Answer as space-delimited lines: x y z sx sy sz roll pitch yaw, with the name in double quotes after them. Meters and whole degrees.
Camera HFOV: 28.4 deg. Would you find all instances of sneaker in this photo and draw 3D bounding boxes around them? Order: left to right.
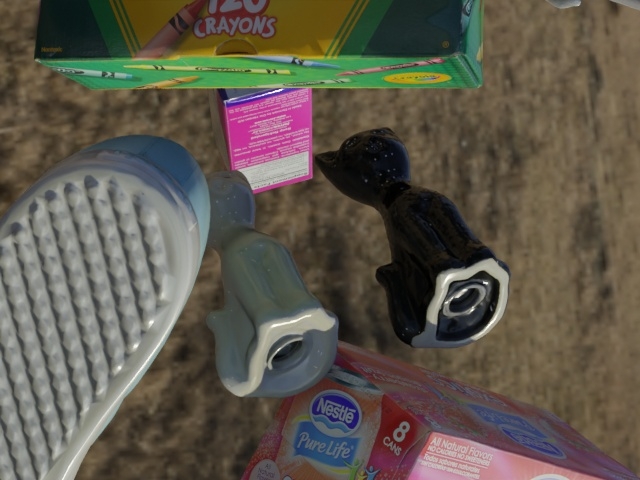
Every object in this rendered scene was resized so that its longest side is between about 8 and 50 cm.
-0.176 0.089 0.713 0.135 0.366 0.150 43 18 -5 "sneaker"

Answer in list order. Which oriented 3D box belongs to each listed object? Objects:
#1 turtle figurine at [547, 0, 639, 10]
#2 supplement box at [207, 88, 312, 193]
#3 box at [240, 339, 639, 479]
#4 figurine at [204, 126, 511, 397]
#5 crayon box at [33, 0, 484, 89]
0.094 -0.225 0.946 0.198 0.266 0.274 -45 114 -48 "turtle figurine"
-0.077 -0.163 1.574 0.220 0.114 0.111 93 -20 -61 "supplement box"
0.109 0.199 0.987 0.300 0.154 0.142 22 100 -39 "box"
0.000 0.000 0.944 0.092 0.215 0.209 89 -20 -43 "figurine"
-0.034 -0.184 0.801 0.081 0.278 0.165 25 68 -71 "crayon box"
